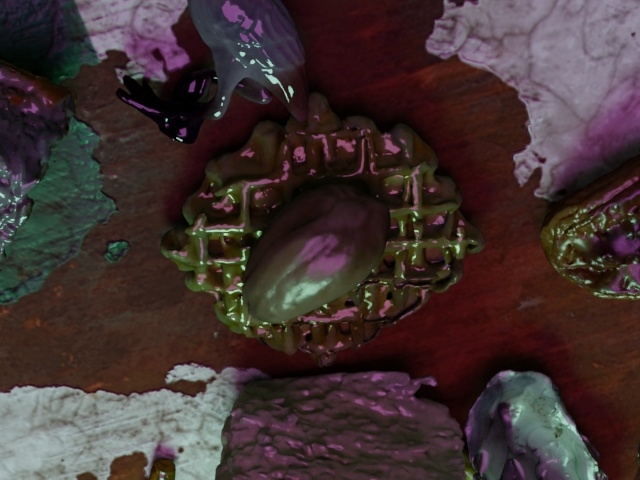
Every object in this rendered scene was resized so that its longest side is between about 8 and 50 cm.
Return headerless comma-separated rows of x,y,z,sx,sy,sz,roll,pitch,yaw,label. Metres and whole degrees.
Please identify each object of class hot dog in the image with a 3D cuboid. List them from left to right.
0.350,-0.024,1.556,0.227,0.099,0.160,-37,115,14,hot dog

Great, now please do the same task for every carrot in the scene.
-0.198,0.339,1.765,0.042,0.042,0.170,7,116,-6,carrot

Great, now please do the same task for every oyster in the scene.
0.263,0.258,1.711,0.252,0.087,0.199,19,98,-31,oyster

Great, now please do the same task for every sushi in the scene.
-0.357,-0.058,1.455,0.139,0.184,0.274,29,115,-15,sushi

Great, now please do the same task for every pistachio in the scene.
-0.009,0.016,1.480,0.185,0.126,0.108,-37,73,17,pistachio

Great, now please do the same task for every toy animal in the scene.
-0.093,-0.231,1.424,0.195,0.090,0.324,11,118,1,toy animal

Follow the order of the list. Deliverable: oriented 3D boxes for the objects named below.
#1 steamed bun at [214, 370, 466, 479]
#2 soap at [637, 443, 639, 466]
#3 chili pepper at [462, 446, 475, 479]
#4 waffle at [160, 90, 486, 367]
0.011,0.319,1.622,0.290,0.272,0.273,10,123,10,steamed bun
0.497,0.430,1.694,0.169,0.304,0.338,-15,118,10,soap
0.144,0.254,1.734,0.208,0.043,0.049,40,139,-16,chili pepper
0.000,0.000,1.566,0.317,0.073,0.297,-41,113,19,waffle
